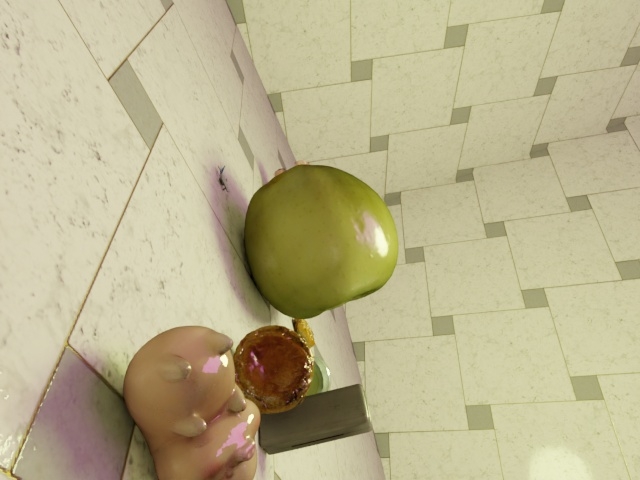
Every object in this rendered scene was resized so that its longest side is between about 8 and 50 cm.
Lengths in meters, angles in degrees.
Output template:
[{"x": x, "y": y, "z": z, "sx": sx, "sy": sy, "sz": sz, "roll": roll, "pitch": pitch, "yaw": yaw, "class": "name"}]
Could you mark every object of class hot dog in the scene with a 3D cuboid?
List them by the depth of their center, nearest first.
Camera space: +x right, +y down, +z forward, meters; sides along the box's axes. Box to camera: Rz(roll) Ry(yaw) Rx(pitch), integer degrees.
[{"x": -0.060, "y": 0.339, "z": 1.719, "sx": 0.165, "sy": 0.045, "sz": 0.071, "roll": 67, "pitch": 9, "yaw": -46, "class": "hot dog"}]

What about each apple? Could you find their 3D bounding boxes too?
[{"x": 0.000, "y": 0.000, "z": 1.367, "sx": 0.473, "sy": 0.474, "sz": 0.473, "roll": -18, "pitch": 90, "yaw": -84, "class": "apple"}]

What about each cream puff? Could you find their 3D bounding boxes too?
[{"x": -0.108, "y": 0.296, "z": 1.002, "sx": 0.169, "sy": 0.183, "sz": 0.183, "roll": 106, "pitch": -27, "yaw": -57, "class": "cream puff"}]

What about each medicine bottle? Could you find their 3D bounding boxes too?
[{"x": -0.048, "y": 0.376, "z": 1.228, "sx": 0.143, "sy": 0.147, "sz": 0.147, "roll": 60, "pitch": 13, "yaw": -71, "class": "medicine bottle"}]

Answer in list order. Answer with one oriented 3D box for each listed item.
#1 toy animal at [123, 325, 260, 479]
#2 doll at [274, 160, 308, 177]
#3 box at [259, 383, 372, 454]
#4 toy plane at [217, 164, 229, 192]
[{"x": -0.163, "y": 0.232, "z": 0.593, "sx": 0.166, "sy": 0.154, "sz": 0.250, "roll": -21, "pitch": 104, "yaw": -42, "class": "toy animal"}, {"x": -0.115, "y": -0.173, "z": 1.947, "sx": 0.284, "sy": 0.216, "sz": 0.268, "roll": 30, "pitch": 44, "yaw": -55, "class": "doll"}, {"x": -0.012, "y": 0.396, "z": 1.020, "sx": 0.103, "sy": 0.244, "sz": 0.055, "roll": -100, "pitch": 173, "yaw": -53, "class": "box"}, {"x": -0.282, "y": -0.177, "z": 1.336, "sx": 0.078, "sy": 0.024, "sz": 0.084, "roll": 42, "pitch": 37, "yaw": -80, "class": "toy plane"}]
